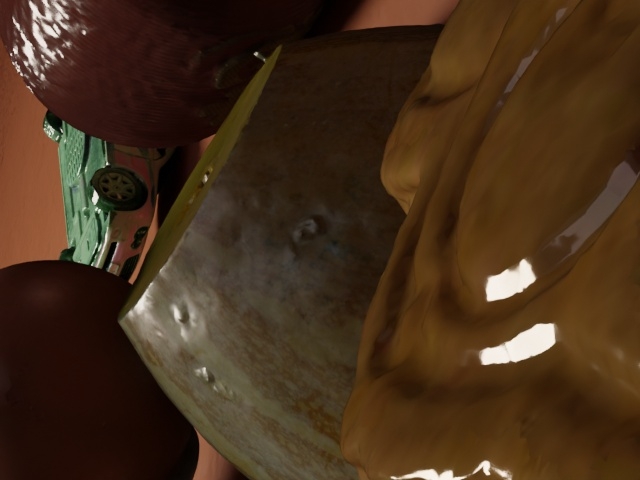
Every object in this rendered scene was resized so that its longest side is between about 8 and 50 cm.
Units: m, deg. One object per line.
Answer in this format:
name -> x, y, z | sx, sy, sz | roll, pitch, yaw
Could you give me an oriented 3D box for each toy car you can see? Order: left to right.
toy car -> -0.136, -0.058, 1.306 | 0.090, 0.076, 0.224 | 120, 150, -41

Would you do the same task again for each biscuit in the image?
biscuit -> 0.094, -0.051, 0.399 | 0.269, 0.051, 0.376 | -56, 14, -3

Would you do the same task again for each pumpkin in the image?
pumpkin -> -0.017, 0.002, 0.809 | 0.217, 0.110, 0.217 | -164, 90, -80

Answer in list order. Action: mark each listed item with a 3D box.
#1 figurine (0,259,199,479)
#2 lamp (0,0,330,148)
figurine -> -0.199, 0.214, 0.891 | 0.276, 0.248, 0.388 | -8, 39, 42
lamp -> -0.076, -0.150, 1.030 | 0.258, 0.180, 0.180 | 128, 151, -59
